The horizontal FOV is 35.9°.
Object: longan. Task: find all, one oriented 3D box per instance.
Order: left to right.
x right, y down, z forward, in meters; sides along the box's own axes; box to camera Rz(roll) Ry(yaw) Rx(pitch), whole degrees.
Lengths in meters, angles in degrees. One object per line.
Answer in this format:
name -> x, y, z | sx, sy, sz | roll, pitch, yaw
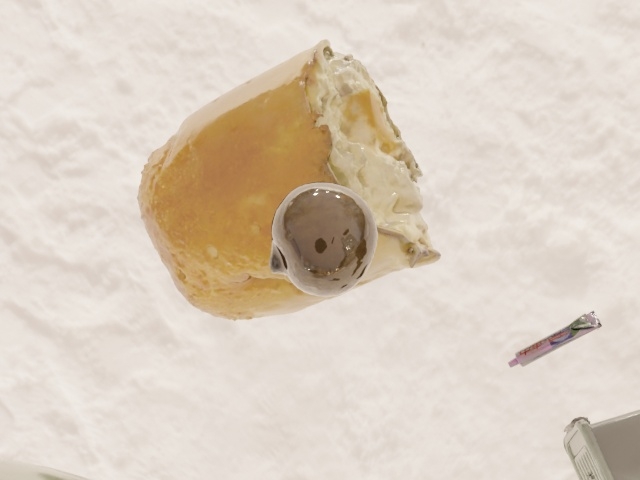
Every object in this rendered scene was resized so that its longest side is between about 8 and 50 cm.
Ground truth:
longan -> 0.000, 0.000, 0.936 | 0.113, 0.092, 0.113 | 2, 102, 9

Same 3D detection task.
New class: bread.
bread -> -0.063, -0.054, 1.444 | 0.394, 0.250, 0.361 | -25, 95, 15

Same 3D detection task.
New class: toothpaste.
toothpaste -> 0.394, 0.172, 1.673 | 0.170, 0.045, 0.028 | -30, 116, 13

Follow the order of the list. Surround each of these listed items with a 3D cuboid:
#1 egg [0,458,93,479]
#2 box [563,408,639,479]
egg -> -0.124, 0.201, 0.315 | 0.258, 0.352, 0.259 | -4, 75, 17
box -> 0.497, 0.381, 1.556 | 0.135, 0.163, 0.243 | -19, 65, -4
